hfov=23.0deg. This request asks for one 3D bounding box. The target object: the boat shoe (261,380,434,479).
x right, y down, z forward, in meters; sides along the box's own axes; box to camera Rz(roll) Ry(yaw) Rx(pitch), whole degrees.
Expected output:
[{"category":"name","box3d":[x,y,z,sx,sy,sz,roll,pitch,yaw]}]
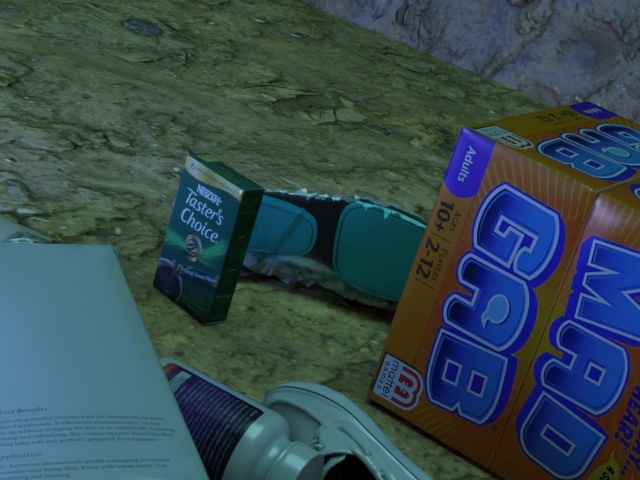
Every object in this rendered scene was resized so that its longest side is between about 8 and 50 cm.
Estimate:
[{"category":"boat shoe","box3d":[0.022,0.228,1.615,0.258,0.095,0.084,31,20,32]}]

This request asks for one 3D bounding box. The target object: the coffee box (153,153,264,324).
[{"category":"coffee box","box3d":[-0.140,-0.004,1.932,0.040,0.184,0.113,-5,31,-47]}]

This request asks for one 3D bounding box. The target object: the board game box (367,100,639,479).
[{"category":"board game box","box3d":[0.336,0.078,1.867,0.356,0.356,0.356,29,24,25]}]

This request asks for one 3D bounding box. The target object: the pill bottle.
[{"category":"pill bottle","box3d":[-0.098,0.203,1.564,0.193,0.108,0.108,26,23,21]}]

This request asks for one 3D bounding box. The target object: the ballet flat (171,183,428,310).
[{"category":"ballet flat","box3d":[0.000,0.000,2.127,0.409,0.147,0.147,17,21,-5]}]

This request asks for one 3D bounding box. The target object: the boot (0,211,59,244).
[{"category":"boot","box3d":[-0.398,-0.016,1.883,0.203,0.095,0.262,21,23,9]}]

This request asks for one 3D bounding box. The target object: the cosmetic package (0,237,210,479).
[{"category":"cosmetic package","box3d":[-0.248,0.158,1.426,0.197,0.155,0.365,2,31,-23]}]
